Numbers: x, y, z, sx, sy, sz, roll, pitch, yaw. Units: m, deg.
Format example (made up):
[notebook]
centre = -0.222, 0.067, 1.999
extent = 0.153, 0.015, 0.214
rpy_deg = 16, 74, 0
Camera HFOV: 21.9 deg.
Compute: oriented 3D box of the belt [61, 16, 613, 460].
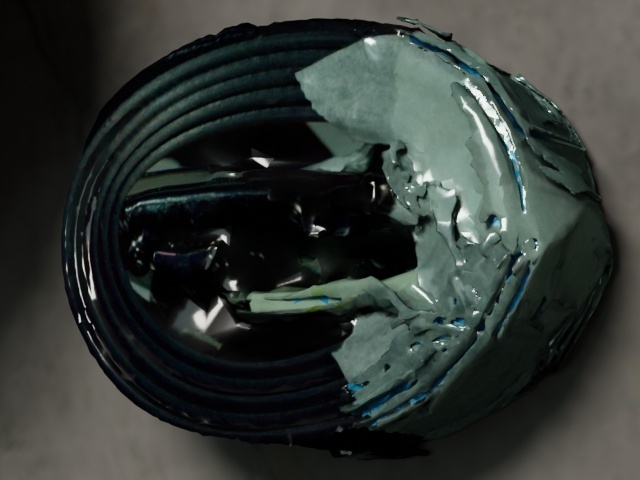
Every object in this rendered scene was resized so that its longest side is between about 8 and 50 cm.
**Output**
[belt]
centre = 0.000, 0.000, 0.402
extent = 0.140, 0.058, 0.105
rpy_deg = -8, 78, 30
